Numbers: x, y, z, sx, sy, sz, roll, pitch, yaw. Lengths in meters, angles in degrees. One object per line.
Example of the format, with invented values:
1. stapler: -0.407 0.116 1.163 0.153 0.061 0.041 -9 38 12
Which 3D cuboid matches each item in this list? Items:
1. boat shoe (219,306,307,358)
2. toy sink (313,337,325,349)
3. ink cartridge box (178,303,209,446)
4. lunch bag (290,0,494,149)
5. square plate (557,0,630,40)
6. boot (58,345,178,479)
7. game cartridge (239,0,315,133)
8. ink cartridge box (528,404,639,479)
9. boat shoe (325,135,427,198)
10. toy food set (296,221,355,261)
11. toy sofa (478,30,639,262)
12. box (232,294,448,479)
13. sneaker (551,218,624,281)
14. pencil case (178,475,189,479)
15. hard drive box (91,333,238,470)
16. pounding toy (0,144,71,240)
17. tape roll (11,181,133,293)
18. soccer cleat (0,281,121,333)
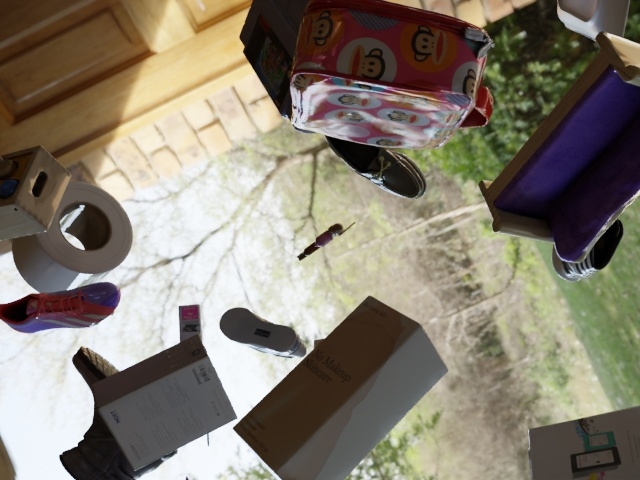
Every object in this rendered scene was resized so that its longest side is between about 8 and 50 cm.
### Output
1. boat shoe: -0.148 0.246 2.068 0.088 0.267 0.096 50 -123 -47
2. toy sink: 0.075 0.376 2.096 0.131 0.152 0.234 -91 -8 -49
3. ink cartridge box: -0.297 0.309 1.848 0.311 0.065 0.186 -114 22 -58
4. lunch bag: 0.093 -0.192 0.997 0.293 0.258 0.120 122 159 -83
5. square plate: 0.520 -0.558 1.513 0.344 0.049 0.348 -92 2 -66
6. boot: -0.500 0.423 1.776 0.338 0.222 0.118 53 178 -6
7. game cartridge: -0.052 -0.387 1.495 0.068 0.230 0.355 9 -144 -35
8. ink cartridge box: 0.578 0.483 1.585 0.198 0.270 0.197 57 -153 -30
9. boat shoe: 0.140 -0.203 2.056 0.305 0.109 0.091 38 -154 10
10. toy food set: 0.000 0.000 1.328 0.019 0.122 0.078 55 -146 -3
11. toy sofa: 0.431 -0.136 1.291 0.150 0.363 0.177 9 -135 -27
12. box: 0.034 0.248 1.242 0.148 0.311 0.121 25 154 53
13. sneaker: 0.825 -0.110 2.400 0.257 0.169 0.448 146 128 -72
14. pencil case: -0.363 0.566 1.670 0.086 0.206 0.088 17 113 57
15. hard drive box: -0.308 0.322 1.588 0.089 0.232 0.181 47 159 57
16. pounding toy: -0.465 -0.089 1.192 0.100 0.130 0.141 51 -141 -45
17. tape roll: -0.599 0.002 1.922 0.246 0.169 0.246 20 -125 -30
18. soccer cleat: -0.493 0.126 1.497 0.095 0.247 0.083 36 -134 -60
